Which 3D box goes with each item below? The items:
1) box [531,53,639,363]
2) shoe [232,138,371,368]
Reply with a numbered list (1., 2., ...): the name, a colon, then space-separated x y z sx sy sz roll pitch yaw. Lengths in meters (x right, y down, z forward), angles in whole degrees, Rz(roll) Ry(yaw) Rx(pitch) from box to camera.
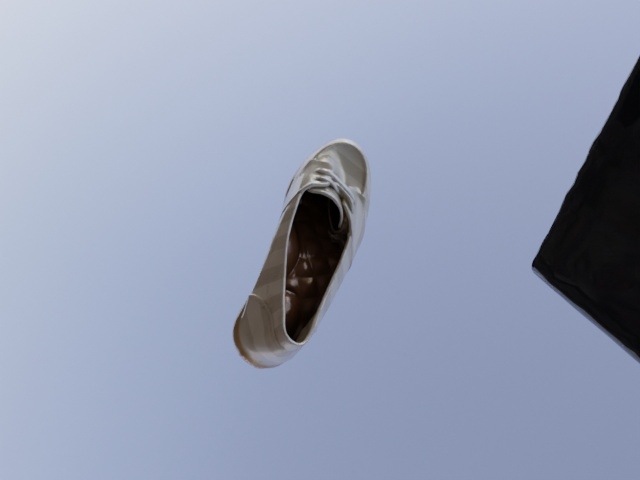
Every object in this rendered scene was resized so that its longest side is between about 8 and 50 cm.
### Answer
1. box: 0.367 -0.010 0.332 0.293 0.395 0.212 47 -46 37
2. shoe: 0.000 0.000 0.543 0.058 0.076 0.219 -38 -154 56
